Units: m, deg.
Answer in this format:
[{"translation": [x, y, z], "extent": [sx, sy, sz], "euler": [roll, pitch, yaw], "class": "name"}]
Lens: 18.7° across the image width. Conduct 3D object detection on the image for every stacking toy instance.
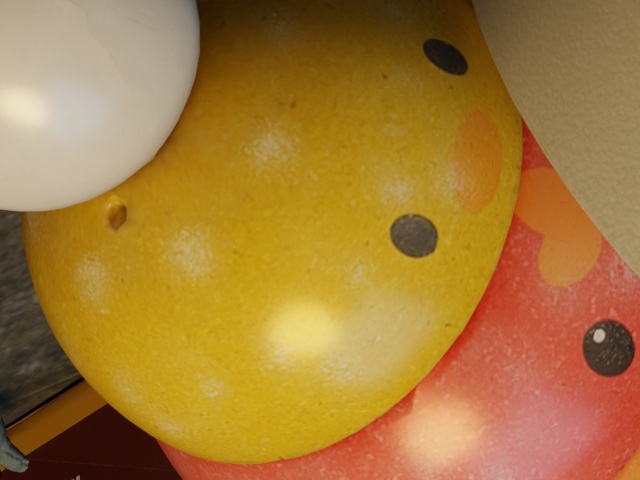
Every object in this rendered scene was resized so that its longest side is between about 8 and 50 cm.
[{"translation": [0.000, 0.000, 0.773], "extent": [0.350, 0.351, 0.480], "euler": [-41, 142, 19], "class": "stacking toy"}]

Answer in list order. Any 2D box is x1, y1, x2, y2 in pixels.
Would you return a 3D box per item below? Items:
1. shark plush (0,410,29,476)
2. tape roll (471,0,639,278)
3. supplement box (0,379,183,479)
[{"translation": [-0.180, 0.094, 0.955], "extent": [0.073, 0.067, 0.161], "euler": [-27, 158, -15], "class": "shark plush"}, {"translation": [0.232, -0.053, 0.779], "extent": [0.392, 0.392, 0.072], "euler": [-8, 147, -47], "class": "tape roll"}, {"translation": [-0.056, 0.161, 1.099], "extent": [0.191, 0.194, 0.129], "euler": [-33, 159, 0], "class": "supplement box"}]
